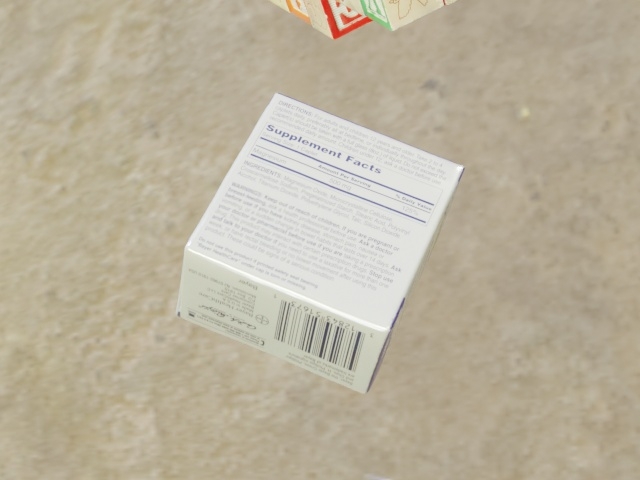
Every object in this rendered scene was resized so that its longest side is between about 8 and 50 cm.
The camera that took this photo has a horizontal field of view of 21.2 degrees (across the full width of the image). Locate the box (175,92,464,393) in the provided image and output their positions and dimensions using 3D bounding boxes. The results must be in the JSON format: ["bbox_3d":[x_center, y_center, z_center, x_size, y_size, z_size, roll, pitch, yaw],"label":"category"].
[{"bbox_3d":[0.000,0.000,1.008,0.126,0.072,0.137,22,52,7],"label":"box"}]

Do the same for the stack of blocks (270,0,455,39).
[{"bbox_3d":[0.013,-0.244,1.259,0.087,0.297,0.171,-28,119,-14],"label":"stack of blocks"}]
